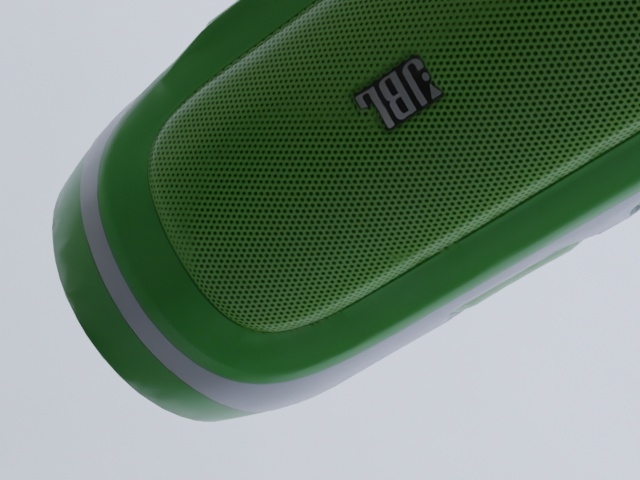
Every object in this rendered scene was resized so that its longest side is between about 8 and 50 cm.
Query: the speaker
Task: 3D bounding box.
[{"bbox_3d":[0.050,-0.051,0.527,0.296,0.131,0.131,-33,-93,28],"label":"speaker"}]
